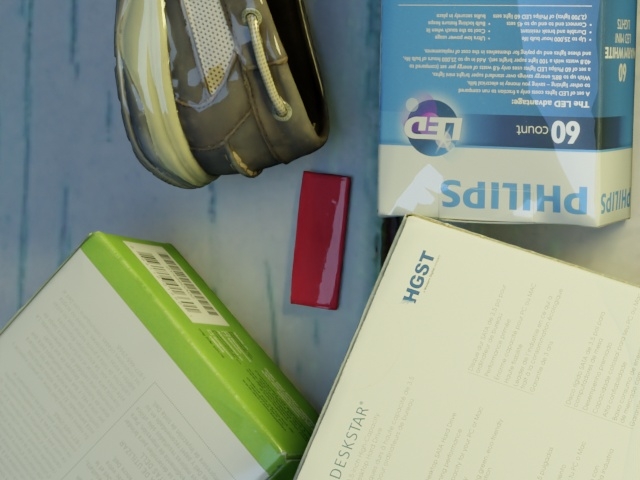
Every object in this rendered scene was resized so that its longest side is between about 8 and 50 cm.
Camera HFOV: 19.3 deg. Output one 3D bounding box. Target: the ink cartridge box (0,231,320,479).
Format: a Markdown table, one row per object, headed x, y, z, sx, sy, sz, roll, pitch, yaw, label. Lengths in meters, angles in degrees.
| x | y | z | sx | sy | sz | roll | pitch | yaw | label |
| --- | --- | --- | --- | --- | --- | --- | --- | --- | --- |
| -0.144 | 0.148 | 1.159 | 0.255 | 0.097 | 0.189 | -46 | 70 | 13 | ink cartridge box |

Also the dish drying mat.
| x | y | z | sx | sy | sz | roll | pitch | yaw | label |
| --- | --- | --- | --- | --- | --- | --- | --- | --- | --- |
| 0.000 | 0.000 | 1.157 | 0.032 | 0.008 | 0.083 | 9 | 98 | 22 | dish drying mat |

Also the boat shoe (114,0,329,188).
| x | y | z | sx | sy | sz | roll | pitch | yaw | label |
| --- | --- | --- | --- | --- | --- | --- | --- | --- | --- |
| -0.055 | -0.210 | 1.107 | 0.130 | 0.132 | 0.355 | -3 | 103 | 14 | boat shoe |

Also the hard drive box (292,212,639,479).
| x | y | z | sx | sy | sz | roll | pitch | yaw | label |
| --- | --- | --- | --- | --- | --- | --- | --- | --- | --- |
| 0.124 | 0.110 | 1.021 | 0.232 | 0.089 | 0.181 | 19 | 72 | 17 | hard drive box |

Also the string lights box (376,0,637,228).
| x | y | z | sx | sy | sz | roll | pitch | yaw | label |
| --- | --- | --- | --- | --- | --- | --- | --- | --- | --- |
| 0.106 | -0.141 | 1.058 | 0.133 | 0.077 | 0.259 | 4 | 97 | 24 | string lights box |
